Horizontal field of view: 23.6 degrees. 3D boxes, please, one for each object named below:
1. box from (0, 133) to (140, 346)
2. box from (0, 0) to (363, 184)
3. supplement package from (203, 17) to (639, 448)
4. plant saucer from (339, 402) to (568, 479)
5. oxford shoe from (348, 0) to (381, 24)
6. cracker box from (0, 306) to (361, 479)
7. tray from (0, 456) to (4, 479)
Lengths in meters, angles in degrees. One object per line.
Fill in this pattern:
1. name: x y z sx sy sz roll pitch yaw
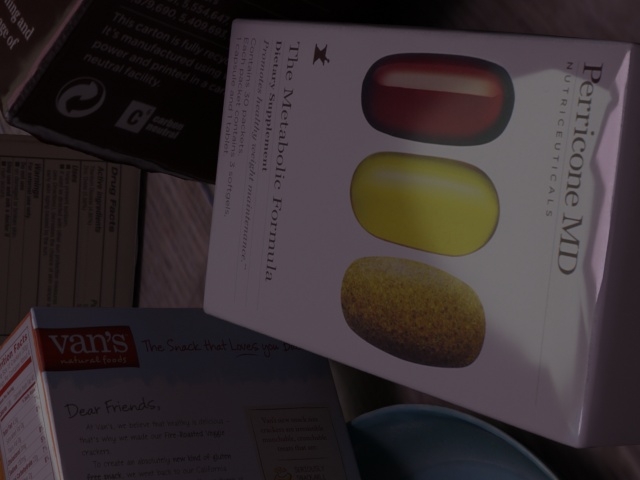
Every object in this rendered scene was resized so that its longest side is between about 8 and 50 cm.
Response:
1. box: -0.278 -0.002 0.966 0.121 0.311 0.148 7 93 55
2. box: -0.023 -0.234 0.691 0.381 0.143 0.191 -52 48 22
3. supplement package: 0.075 -0.013 0.614 0.244 0.134 0.139 13 99 55
4. plant saucer: 0.062 0.233 0.699 0.317 0.043 0.318 -6 83 56
5. oxford shoe: -0.055 -0.140 0.867 0.271 0.097 0.098 35 97 46
6. cracker box: -0.053 0.145 0.697 0.067 0.155 0.232 -43 54 46
7. tray: -0.294 0.167 1.105 0.203 0.076 0.411 -35 52 5
